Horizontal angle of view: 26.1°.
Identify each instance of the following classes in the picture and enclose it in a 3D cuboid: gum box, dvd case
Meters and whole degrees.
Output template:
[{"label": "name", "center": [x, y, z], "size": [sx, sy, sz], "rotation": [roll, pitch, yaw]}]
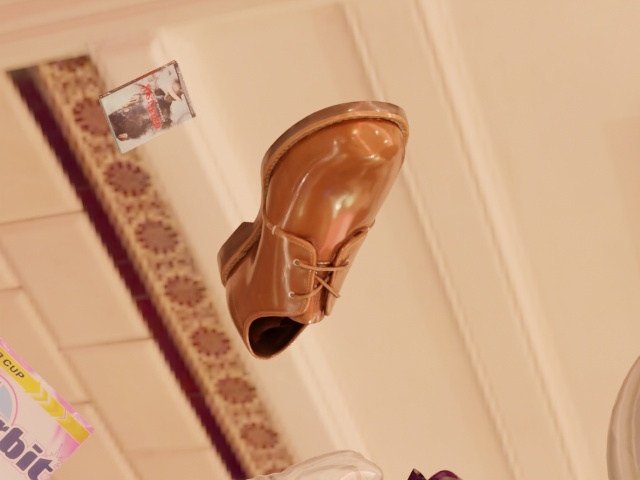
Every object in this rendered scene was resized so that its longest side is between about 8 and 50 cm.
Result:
[{"label": "gum box", "center": [-0.312, 0.145, 1.255], "size": [0.188, 0.062, 0.107], "rotation": [47, 75, -12]}, {"label": "dvd case", "center": [-0.233, -0.180, 1.862], "size": [0.119, 0.013, 0.087], "rotation": [-29, 122, -21]}]

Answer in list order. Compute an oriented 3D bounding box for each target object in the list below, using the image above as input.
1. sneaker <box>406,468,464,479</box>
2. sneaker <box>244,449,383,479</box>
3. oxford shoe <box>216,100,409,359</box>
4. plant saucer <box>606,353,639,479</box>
[{"label": "sneaker", "center": [0.159, 0.229, 1.041], "size": [0.224, 0.083, 0.098], "rotation": [35, 10, -38]}, {"label": "sneaker", "center": [0.035, 0.285, 0.969], "size": [0.110, 0.118, 0.292], "rotation": [5, -63, 66]}, {"label": "oxford shoe", "center": [0.000, 0.000, 0.747], "size": [0.212, 0.076, 0.076], "rotation": [120, -34, -55]}, {"label": "plant saucer", "center": [0.373, 0.121, 0.797], "size": [0.400, 0.400, 0.100], "rotation": [-70, 165, -52]}]
